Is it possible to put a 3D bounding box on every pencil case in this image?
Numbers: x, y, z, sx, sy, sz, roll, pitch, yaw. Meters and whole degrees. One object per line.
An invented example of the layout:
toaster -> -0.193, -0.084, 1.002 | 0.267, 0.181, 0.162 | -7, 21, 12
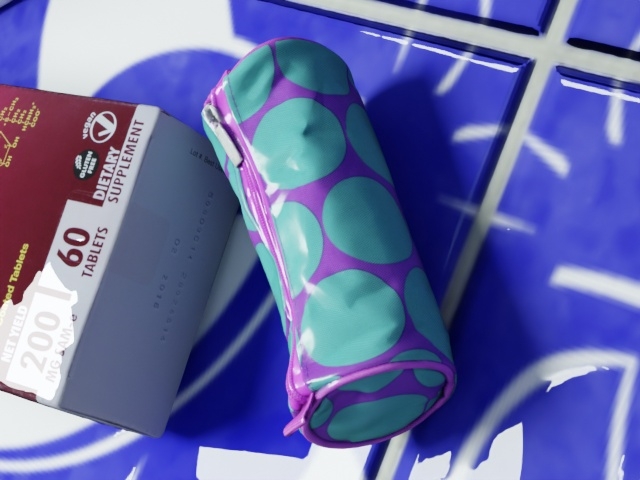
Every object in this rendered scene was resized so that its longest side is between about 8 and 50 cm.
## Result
pencil case -> 0.000, 0.000, 0.534 | 0.064, 0.070, 0.152 | -52, 48, 46

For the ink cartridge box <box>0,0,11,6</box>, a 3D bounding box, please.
ink cartridge box -> -0.293, -0.245, 0.754 | 0.198, 0.197, 0.270 | -21, 65, 32

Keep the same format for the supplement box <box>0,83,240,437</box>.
supplement box -> -0.160, -0.004, 0.645 | 0.239, 0.073, 0.130 | 11, 79, 36
